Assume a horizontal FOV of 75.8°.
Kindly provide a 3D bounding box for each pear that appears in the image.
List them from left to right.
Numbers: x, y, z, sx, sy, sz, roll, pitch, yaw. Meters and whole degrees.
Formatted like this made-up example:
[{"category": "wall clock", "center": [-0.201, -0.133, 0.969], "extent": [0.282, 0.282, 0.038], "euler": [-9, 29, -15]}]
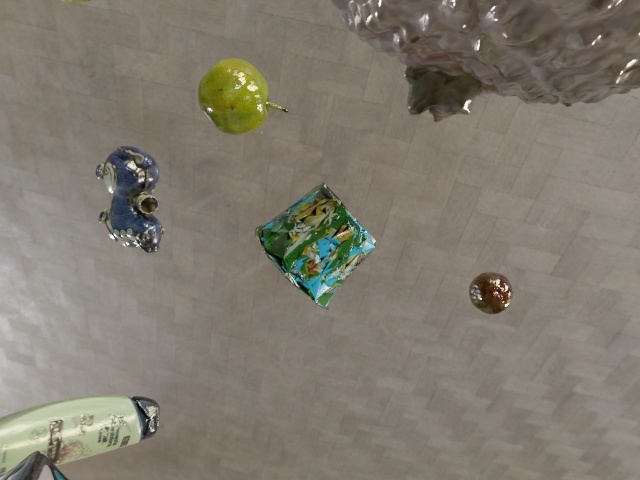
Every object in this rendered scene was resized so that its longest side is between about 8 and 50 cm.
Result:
[{"category": "pear", "center": [-0.187, -0.348, 1.015], "extent": [0.215, 0.166, 0.180], "euler": [11, 137, 5]}]

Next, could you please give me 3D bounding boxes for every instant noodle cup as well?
[{"category": "instant noodle cup", "center": [0.000, 0.000, 0.889], "extent": [0.178, 0.240, 0.240], "euler": [-41, 109, 5]}]

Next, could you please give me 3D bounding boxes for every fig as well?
[{"category": "fig", "center": [0.444, 0.140, 1.096], "extent": [0.103, 0.155, 0.110], "euler": [8, 83, -1]}]

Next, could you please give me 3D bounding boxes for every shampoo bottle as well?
[{"category": "shampoo bottle", "center": [-0.542, 0.420, 0.924], "extent": [0.078, 0.359, 0.135], "euler": [3, 85, 40]}]

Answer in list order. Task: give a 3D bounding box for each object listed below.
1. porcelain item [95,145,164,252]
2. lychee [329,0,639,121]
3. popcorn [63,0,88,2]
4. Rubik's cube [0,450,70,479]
[{"category": "porcelain item", "center": [-0.517, -0.111, 1.144], "extent": [0.186, 0.137, 0.289], "euler": [22, 110, 30]}, {"category": "lychee", "center": [0.173, -0.303, 0.322], "extent": [0.379, 0.380, 0.433], "euler": [18, 119, -2]}, {"category": "popcorn", "center": [-0.534, -0.657, 0.869], "extent": [0.215, 0.252, 0.287], "euler": [37, 101, 20]}, {"category": "Rubik's cube", "center": [-0.412, 0.517, 0.503], "extent": [0.307, 0.310, 0.305], "euler": [-41, 102, -16]}]
